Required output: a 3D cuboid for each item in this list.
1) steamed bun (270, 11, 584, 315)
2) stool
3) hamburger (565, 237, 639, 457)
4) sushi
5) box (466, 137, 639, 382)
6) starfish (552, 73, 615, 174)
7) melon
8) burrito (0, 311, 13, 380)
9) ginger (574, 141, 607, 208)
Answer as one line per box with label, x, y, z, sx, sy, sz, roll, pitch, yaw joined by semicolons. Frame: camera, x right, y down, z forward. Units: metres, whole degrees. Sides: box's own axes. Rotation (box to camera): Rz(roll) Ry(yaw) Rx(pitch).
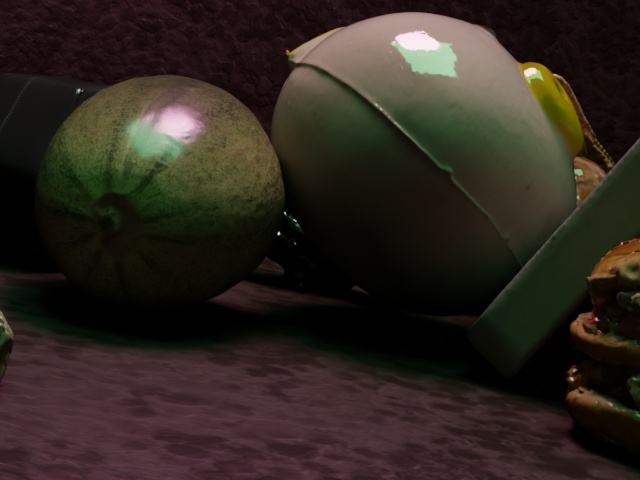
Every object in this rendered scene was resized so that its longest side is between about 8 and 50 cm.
steamed bun;0.116;-0.083;1.665;0.334;0.334;0.374;16;-23;37
stool;-0.300;-0.082;1.730;0.141;0.232;0.232;15;8;28
hamburger;0.345;0.094;1.356;0.260;0.211;0.245;3;4;-23
sushi;0.001;-0.001;1.889;0.287;0.149;0.140;38;32;11
box;0.333;-0.013;1.602;0.090;0.373;0.367;43;17;14
starfish;0.435;-0.051;2.086;0.398;0.383;0.132;16;34;14
melon;-0.163;-0.046;1.535;0.249;0.248;0.329;11;9;5
burrito;-0.281;0.066;1.189;0.058;0.063;0.229;-21;18;-15
ginger;0.212;-0.029;1.949;0.375;0.176;0.256;-23;29;29
